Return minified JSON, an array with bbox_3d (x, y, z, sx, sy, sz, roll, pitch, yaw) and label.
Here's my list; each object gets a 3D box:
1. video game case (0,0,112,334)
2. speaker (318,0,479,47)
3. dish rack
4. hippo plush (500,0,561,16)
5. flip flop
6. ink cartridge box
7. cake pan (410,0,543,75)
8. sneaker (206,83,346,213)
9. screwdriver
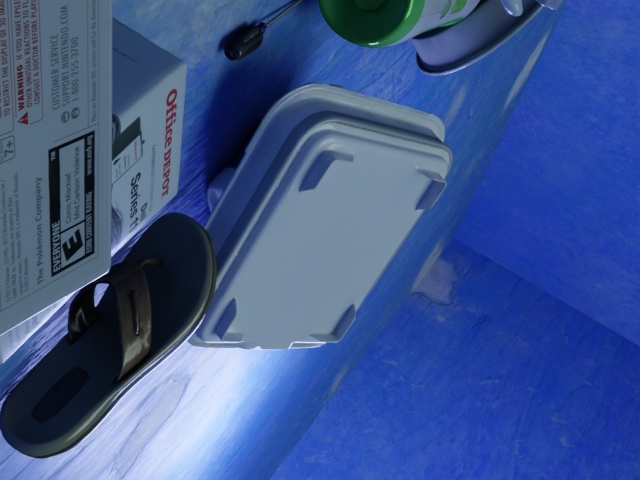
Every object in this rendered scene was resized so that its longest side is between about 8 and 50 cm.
[{"bbox_3d":[-0.207,-0.070,0.464,0.300,0.036,0.329,-36,141,-50],"label":"video game case"},{"bbox_3d":[0.102,-0.298,1.162,0.296,0.131,0.131,-36,154,-61],"label":"speaker"},{"bbox_3d":[0.000,0.000,1.110,0.285,0.072,0.333,6,124,-48],"label":"dish rack"},{"bbox_3d":[0.094,-0.339,0.744,0.234,0.294,0.237,-124,-125,-79],"label":"hippo plush"},{"bbox_3d":[-0.202,0.081,0.955,0.277,0.112,0.080,-49,151,-21],"label":"flip flop"},{"bbox_3d":[-0.190,-0.040,0.707,0.208,0.086,0.153,-50,165,-35],"label":"ink cartridge box"},{"bbox_3d":[0.228,-0.355,1.385,0.293,0.054,0.293,-40,-155,22],"label":"cake pan"},{"bbox_3d":[-0.019,-0.051,1.249,0.236,0.130,0.323,-47,158,-22],"label":"sneaker"},{"bbox_3d":[-0.053,-0.221,1.009,0.170,0.025,0.024,-58,171,-50],"label":"screwdriver"}]
